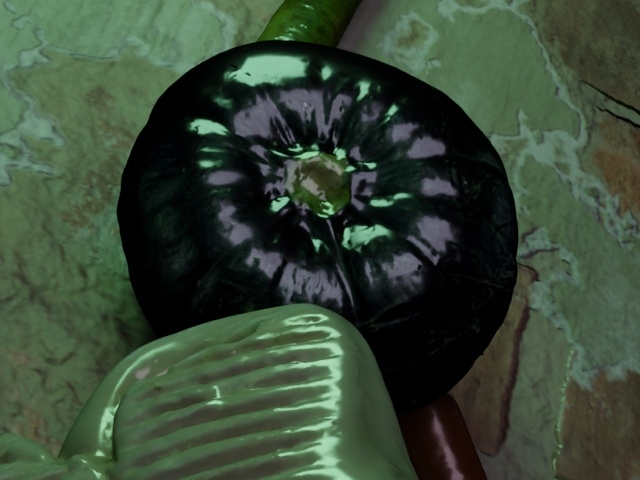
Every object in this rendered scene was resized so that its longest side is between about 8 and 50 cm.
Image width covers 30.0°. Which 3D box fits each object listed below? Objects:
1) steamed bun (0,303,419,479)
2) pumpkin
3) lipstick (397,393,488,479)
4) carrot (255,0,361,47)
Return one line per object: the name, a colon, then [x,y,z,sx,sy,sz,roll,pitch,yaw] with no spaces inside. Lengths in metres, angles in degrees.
steamed bun: [-0.068,0.250,0.699,0.342,0.255,0.368,-22,33,3]
pumpkin: [0.000,0.000,0.932,0.315,0.238,0.315,3,60,-5]
lipstick: [0.139,0.291,0.904,0.077,0.077,0.418,-6,61,-30]
carrot: [0.013,-0.250,1.206,0.074,0.074,0.358,32,49,-5]
